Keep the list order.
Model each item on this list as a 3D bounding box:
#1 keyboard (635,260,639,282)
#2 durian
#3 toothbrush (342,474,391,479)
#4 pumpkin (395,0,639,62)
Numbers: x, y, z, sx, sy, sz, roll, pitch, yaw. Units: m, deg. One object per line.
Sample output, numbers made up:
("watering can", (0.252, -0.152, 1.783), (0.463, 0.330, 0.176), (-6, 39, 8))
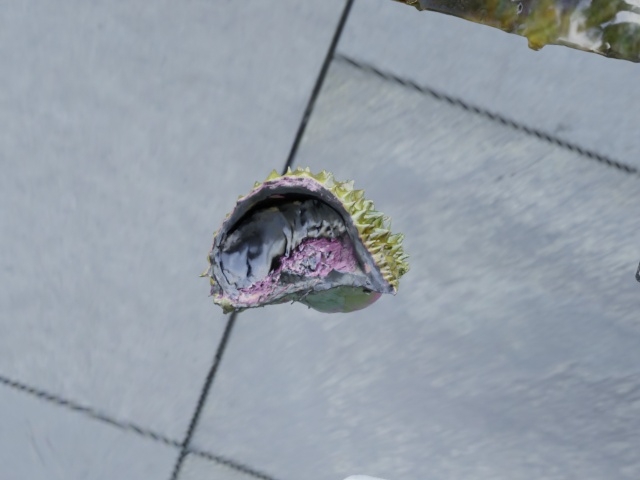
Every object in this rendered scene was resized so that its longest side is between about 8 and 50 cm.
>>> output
("keyboard", (0.270, -0.032, 1.297), (0.053, 0.010, 0.155), (21, 74, 0))
("durian", (0.002, 0.001, 1.485), (0.187, 0.108, 0.119), (-10, 81, 34))
("toothbrush", (0.068, 0.124, 0.894), (0.162, 0.014, 0.017), (12, 41, -40))
("pumpkin", (0.120, -0.176, 0.936), (0.312, 0.169, 0.148), (-3, 110, -46))
